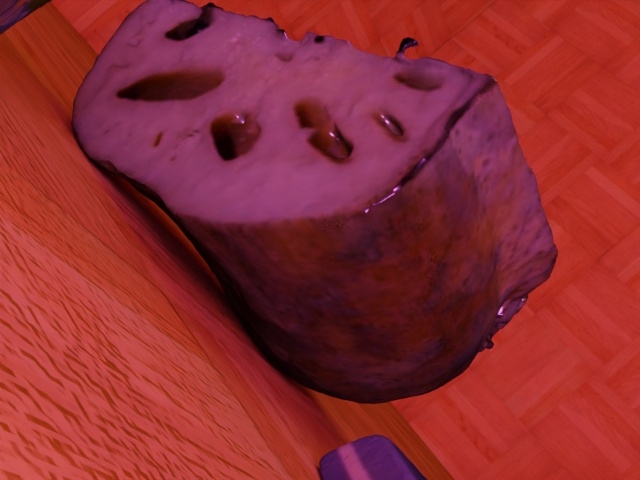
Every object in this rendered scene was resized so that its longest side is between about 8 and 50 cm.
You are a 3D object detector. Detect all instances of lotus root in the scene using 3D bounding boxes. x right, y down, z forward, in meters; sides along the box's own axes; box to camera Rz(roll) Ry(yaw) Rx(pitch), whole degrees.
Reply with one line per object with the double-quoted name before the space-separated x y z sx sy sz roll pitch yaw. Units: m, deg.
"lotus root" -0.004 0.003 0.563 0.267 0.149 0.260 25 -22 39

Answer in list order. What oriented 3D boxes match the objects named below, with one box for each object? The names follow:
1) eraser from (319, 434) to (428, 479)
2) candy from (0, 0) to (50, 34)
"eraser" 0.051 0.130 0.307 0.082 0.036 0.225 51 -2 -10
"candy" -0.123 -0.124 0.323 0.062 0.097 0.194 52 -3 -13
